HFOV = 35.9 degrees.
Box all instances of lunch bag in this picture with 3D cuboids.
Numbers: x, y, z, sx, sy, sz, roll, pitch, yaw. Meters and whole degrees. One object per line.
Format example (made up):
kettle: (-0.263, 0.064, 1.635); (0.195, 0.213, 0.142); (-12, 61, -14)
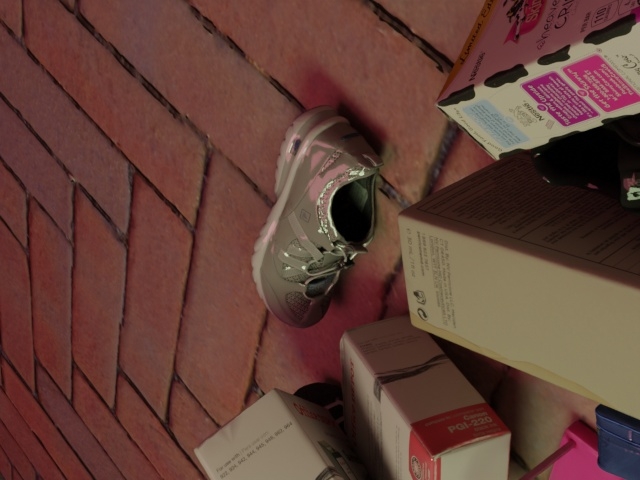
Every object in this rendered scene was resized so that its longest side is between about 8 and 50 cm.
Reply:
lunch bag: (0.282, 0.165, 0.830); (0.098, 0.067, 0.065); (15, 124, 48)

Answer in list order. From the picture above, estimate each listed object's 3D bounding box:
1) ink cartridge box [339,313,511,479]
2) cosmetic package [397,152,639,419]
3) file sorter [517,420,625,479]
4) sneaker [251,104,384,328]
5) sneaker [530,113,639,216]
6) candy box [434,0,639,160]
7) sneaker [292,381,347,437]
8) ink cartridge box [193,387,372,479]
ink cartridge box: (0.103, 0.202, 1.024); (0.218, 0.092, 0.159); (-131, 32, -53)
cosmetic package: (0.223, 0.032, 0.743); (0.309, 0.160, 0.113); (22, 129, 47)
file sorter: (0.266, 0.354, 0.874); (0.290, 0.182, 0.202); (37, 139, 34)
sneaker: (0.000, 0.000, 1.072); (0.115, 0.105, 0.281); (39, 139, 33)
sneaker: (0.268, -0.051, 0.652); (0.286, 0.130, 0.109); (7, 115, 50)
candy box: (0.196, -0.157, 0.644); (0.071, 0.159, 0.233); (37, 153, -21)
sneaker: (0.044, 0.317, 1.228); (0.300, 0.111, 0.121); (60, 156, 15)
ink cartridge box: (0.010, 0.304, 1.044); (0.273, 0.114, 0.198); (54, -177, 22)
